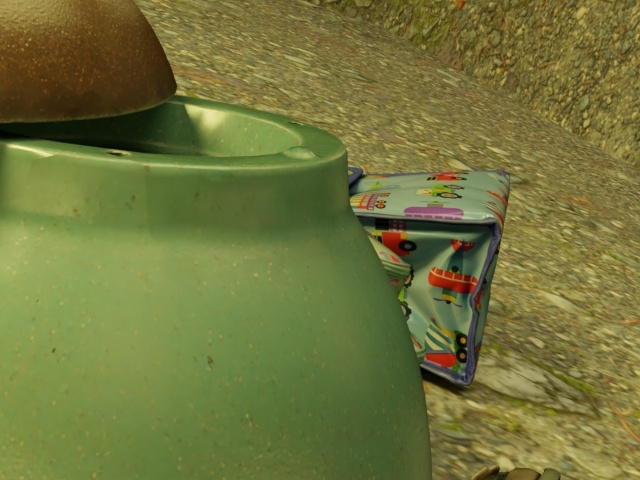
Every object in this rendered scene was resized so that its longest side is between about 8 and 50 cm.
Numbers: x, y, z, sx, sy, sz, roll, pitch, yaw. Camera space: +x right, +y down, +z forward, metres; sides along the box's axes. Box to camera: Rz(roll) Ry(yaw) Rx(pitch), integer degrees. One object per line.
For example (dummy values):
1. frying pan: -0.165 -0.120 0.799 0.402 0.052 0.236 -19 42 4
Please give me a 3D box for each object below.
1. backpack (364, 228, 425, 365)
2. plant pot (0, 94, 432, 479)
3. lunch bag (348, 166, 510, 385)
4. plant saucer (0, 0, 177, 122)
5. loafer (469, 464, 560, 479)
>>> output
1. backpack: -0.022 0.050 0.904 0.166 0.144 0.188 20 16 -28
2. plant pot: -0.086 0.043 0.592 0.293 0.196 0.293 7 12 -2
3. lunch bag: 0.000 0.000 1.214 0.293 0.138 0.221 10 14 6
4. plant saucer: -0.209 -0.105 0.590 0.311 0.050 0.310 10 15 -3
5. loafer: 0.060 0.163 0.709 0.084 0.096 0.267 18 15 12
